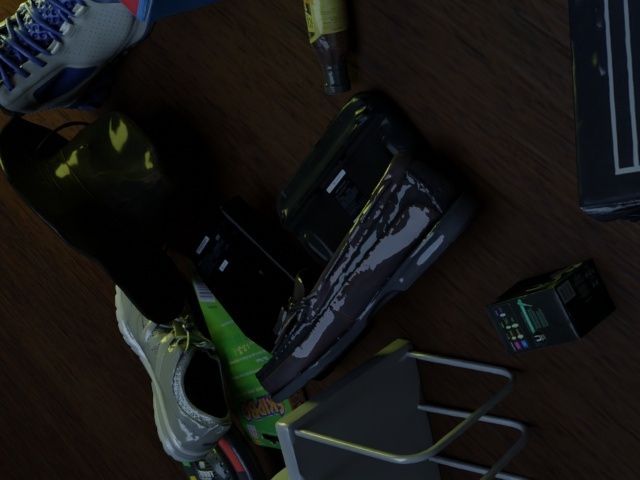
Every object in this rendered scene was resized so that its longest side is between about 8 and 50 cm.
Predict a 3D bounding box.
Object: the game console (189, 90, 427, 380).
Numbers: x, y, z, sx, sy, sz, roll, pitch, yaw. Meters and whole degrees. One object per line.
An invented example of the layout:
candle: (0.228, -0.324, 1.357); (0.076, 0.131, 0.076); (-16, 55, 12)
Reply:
game console: (0.000, 0.000, 1.060); (0.213, 0.044, 0.361); (44, 133, 5)

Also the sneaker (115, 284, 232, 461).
sneaker: (-0.174, 0.135, 1.287); (0.115, 0.105, 0.281); (-35, 72, 42)

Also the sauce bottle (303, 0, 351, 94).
sauce bottle: (0.007, -0.204, 0.951); (0.042, 0.042, 0.128); (11, 117, 44)

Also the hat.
hat: (-0.225, -0.063, 1.179); (0.331, 0.134, 0.331); (50, -175, -6)

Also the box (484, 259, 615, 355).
box: (0.199, 0.059, 0.872); (0.083, 0.062, 0.052); (-25, 93, 51)

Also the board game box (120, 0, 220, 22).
board game box: (-0.105, -0.328, 0.799); (0.308, 0.302, 0.086); (45, 138, 21)

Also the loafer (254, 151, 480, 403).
loafer: (0.024, 0.037, 0.972); (0.095, 0.109, 0.302); (44, 118, 1)

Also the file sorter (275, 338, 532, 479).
file sorter: (0.109, 0.271, 0.992); (0.173, 0.193, 0.278); (3, 113, 44)

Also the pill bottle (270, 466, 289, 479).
pill bottle: (0.027, 0.410, 1.183); (0.161, 0.161, 0.283); (8, 117, 46)

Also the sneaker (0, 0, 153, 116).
sneaker: (-0.324, -0.237, 1.188); (0.127, 0.182, 0.315); (53, 140, 10)

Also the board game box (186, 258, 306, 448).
board game box: (-0.086, 0.142, 1.257); (0.124, 0.039, 0.259); (-2, 107, 50)

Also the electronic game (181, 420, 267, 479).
electronic game: (-0.140, 0.321, 1.389); (0.229, 0.048, 0.229); (37, 141, 38)

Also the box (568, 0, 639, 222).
box: (0.290, -0.166, 0.484); (0.294, 0.182, 0.296); (-7, 82, 50)
